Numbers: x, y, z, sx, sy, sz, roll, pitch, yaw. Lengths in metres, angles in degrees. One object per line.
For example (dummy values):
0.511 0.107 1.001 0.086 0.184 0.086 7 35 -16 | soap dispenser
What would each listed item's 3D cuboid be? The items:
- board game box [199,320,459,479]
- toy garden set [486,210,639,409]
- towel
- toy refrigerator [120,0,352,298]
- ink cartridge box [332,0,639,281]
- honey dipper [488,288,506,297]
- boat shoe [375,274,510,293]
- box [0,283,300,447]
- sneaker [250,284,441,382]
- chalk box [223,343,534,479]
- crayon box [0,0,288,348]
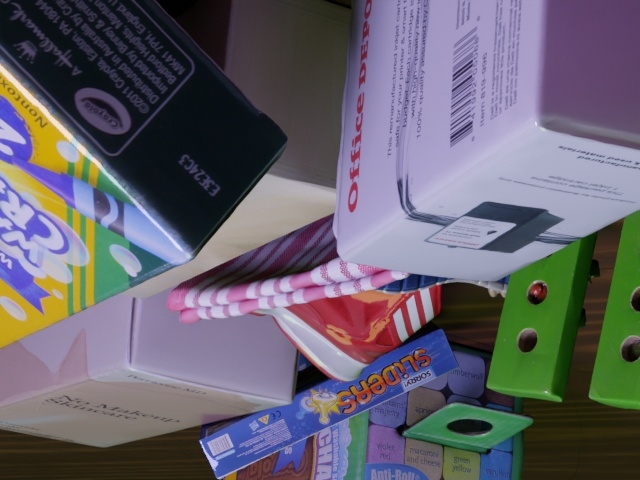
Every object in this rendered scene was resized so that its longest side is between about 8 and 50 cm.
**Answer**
0.004 0.119 1.401 0.201 0.035 0.136 -25 -177 -1 | board game box
0.212 -0.009 0.899 0.244 0.203 0.049 2 164 45 | toy garden set
0.012 -0.011 1.060 0.197 0.144 0.029 -13 116 43 | towel
-0.072 -0.047 0.998 0.094 0.102 0.269 14 160 -27 | toy refrigerator
0.084 -0.079 0.758 0.087 0.153 0.208 10 163 -19 | ink cartridge box
0.082 0.022 1.305 0.161 0.030 0.030 5 163 16 | honey dipper
0.090 -0.006 1.148 0.183 0.066 0.066 0 -162 -32 | boat shoe
-0.152 0.076 1.387 0.148 0.121 0.311 15 161 -28 | box
0.000 0.000 1.217 0.128 0.087 0.221 -34 133 20 | sneaker
0.063 0.188 1.585 0.180 0.179 0.289 16 161 -31 | chalk box
-0.179 -0.053 0.888 0.203 0.083 0.323 46 151 -12 | crayon box
